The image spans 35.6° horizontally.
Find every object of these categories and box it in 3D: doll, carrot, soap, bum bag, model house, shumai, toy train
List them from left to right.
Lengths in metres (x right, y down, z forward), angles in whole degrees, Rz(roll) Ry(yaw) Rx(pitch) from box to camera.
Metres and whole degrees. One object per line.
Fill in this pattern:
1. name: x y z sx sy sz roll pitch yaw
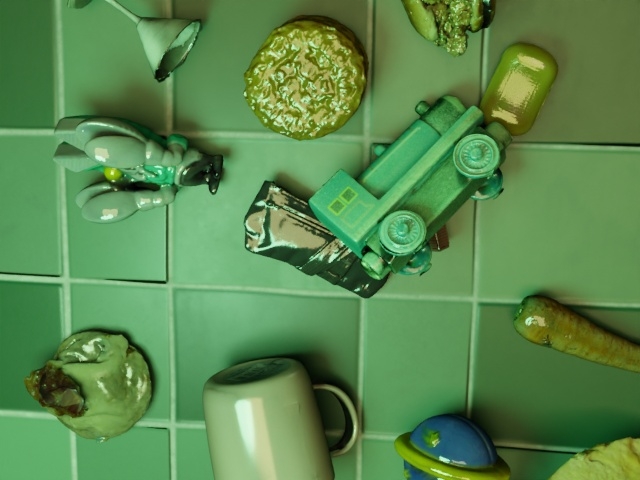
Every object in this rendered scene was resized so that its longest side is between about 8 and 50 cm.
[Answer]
1. shumai: -0.387 0.248 1.657 0.201 0.120 0.201 2 100 9
2. doll: -0.292 -0.126 1.545 0.258 0.153 0.195 -8 128 13
3. bum bag: 0.000 0.000 1.588 0.248 0.060 0.123 25 103 -1
4. toy train: 0.140 -0.087 1.492 0.298 0.120 0.194 -45 67 -7
5. model house: 0.167 -0.026 1.563 0.057 0.058 0.083 -10 101 9
6. doll: 0.222 0.407 1.550 0.311 0.160 0.242 22 93 38
7. soap: 0.299 -0.228 1.511 0.089 0.045 0.140 24 102 -2
8. carrot: 0.447 0.165 1.570 0.298 0.078 0.078 20 104 -2

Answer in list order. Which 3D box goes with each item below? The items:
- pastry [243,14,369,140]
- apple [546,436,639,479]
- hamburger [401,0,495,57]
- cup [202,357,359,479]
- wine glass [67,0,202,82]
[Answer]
1. pastry: -0.018 -0.247 1.515 0.189 0.103 0.188 2 102 7
2. apple: 0.497 0.467 1.538 0.309 0.252 0.313 -10 105 -18
3. hamburger: 0.179 -0.351 1.444 0.131 0.159 0.184 -14 80 5
4. cup: -0.060 0.297 1.609 0.253 0.191 0.200 -13 98 -21
5. wine glass: -0.286 -0.341 1.523 0.183 0.122 0.122 37 104 0
